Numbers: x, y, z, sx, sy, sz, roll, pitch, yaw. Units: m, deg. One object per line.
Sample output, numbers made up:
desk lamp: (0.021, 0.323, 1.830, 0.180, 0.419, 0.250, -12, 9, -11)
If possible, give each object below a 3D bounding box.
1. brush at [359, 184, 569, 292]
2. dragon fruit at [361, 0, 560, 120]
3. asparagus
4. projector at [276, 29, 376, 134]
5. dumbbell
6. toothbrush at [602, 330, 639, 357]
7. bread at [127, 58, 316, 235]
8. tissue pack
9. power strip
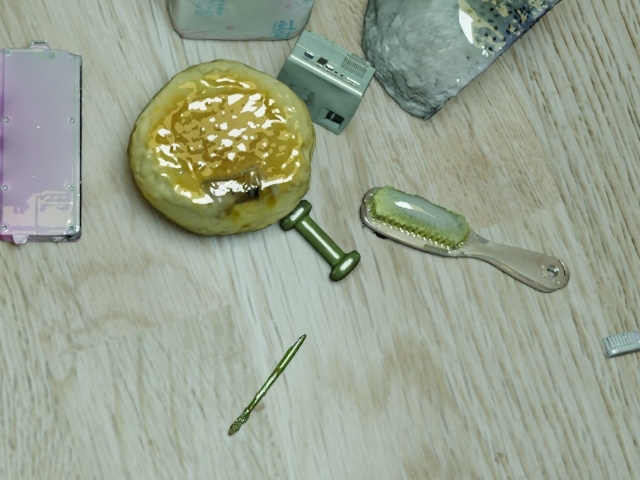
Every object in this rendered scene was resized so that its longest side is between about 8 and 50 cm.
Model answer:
brush: (0.205, -0.001, 1.613, 0.313, 0.067, 0.072, 22, 72, -7)
dragon fruit: (0.190, -0.334, 1.615, 0.283, 0.221, 0.204, -43, 93, -15)
asparagus: (-0.068, 0.187, 1.535, 0.166, 0.013, 0.016, -53, 132, -17)
projector: (0.004, -0.213, 1.580, 0.115, 0.147, 0.061, 30, 72, -3)
dumbbell: (0.000, 0.000, 1.579, 0.118, 0.046, 0.052, 45, 78, 3)
toothbrush: (0.563, 0.119, 1.672, 0.354, 0.024, 0.029, -10, 70, -13)
bread: (-0.125, -0.112, 1.539, 0.244, 0.134, 0.244, 2, 79, -10)
tissue pack: (-0.094, -0.364, 1.534, 0.201, 0.271, 0.124, 1, 76, -11)
power strip: (-0.367, -0.126, 1.542, 0.109, 0.037, 0.279, 0, 76, -12)
